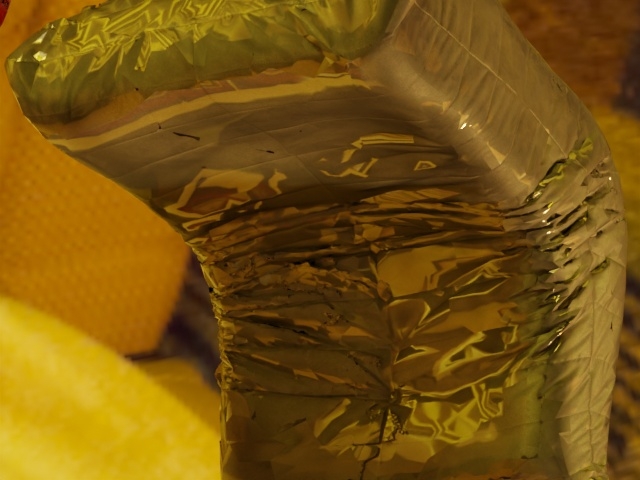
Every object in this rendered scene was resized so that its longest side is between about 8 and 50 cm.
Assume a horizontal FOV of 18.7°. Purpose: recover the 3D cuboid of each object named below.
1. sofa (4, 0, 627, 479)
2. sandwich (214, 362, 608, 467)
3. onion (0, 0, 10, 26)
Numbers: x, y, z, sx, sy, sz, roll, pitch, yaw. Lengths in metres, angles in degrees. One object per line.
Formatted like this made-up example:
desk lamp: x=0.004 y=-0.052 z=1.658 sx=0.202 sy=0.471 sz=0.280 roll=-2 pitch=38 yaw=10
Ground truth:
sofa: x=0.000 y=0.000 z=0.832 sx=0.210 sy=0.225 sz=0.176 roll=-6 pitch=57 yaw=32
sandwich: x=0.087 y=0.183 z=1.690 sx=0.262 sy=0.131 sz=0.325 roll=-28 pitch=93 yaw=24
onion: x=-0.185 y=-0.102 z=0.770 sx=0.150 sy=0.140 sz=0.150 roll=-1 pitch=75 yaw=6
